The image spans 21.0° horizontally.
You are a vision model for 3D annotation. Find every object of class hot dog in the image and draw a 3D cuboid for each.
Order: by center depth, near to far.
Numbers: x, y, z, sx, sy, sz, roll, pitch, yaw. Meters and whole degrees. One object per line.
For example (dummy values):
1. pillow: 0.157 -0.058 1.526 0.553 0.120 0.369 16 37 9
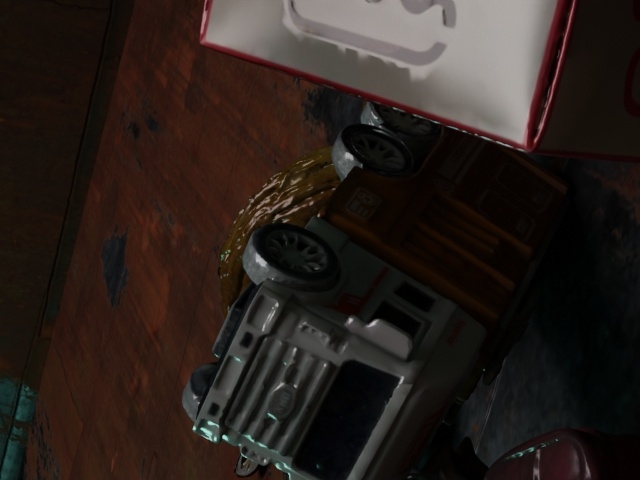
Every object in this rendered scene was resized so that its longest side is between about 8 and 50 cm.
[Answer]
1. hot dog: 0.000 0.000 1.662 0.122 0.196 0.272 36 128 25

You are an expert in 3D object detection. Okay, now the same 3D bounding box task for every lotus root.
1. lotus root: -0.077 0.250 2.085 0.037 0.030 0.083 -38 -30 -70

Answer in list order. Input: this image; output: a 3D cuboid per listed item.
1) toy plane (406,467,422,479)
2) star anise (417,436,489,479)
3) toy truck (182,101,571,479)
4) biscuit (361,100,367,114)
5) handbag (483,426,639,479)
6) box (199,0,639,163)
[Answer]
1. toy plane: 0.063 0.167 1.631 0.251 0.101 0.255 -114 43 -59
2. star anise: 0.116 0.259 1.290 0.073 0.212 0.197 -13 39 27
3. toy truck: 0.059 0.042 1.358 0.387 0.207 0.173 -52 -11 -55
4. biscuit: 0.097 -0.135 1.762 0.314 0.063 0.367 129 146 -51
5. handbag: 0.187 0.244 1.180 0.146 0.135 0.225 -35 46 58
6. box: 0.145 -0.227 1.149 0.314 0.312 0.300 23 104 40
